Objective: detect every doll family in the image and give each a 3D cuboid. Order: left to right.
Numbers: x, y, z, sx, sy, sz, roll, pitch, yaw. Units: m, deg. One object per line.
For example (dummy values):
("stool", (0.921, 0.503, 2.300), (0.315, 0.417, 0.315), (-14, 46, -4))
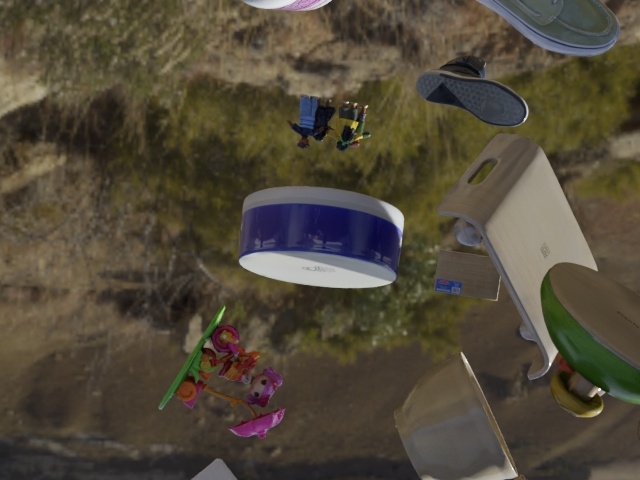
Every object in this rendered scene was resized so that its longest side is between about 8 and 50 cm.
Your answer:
("doll family", (0.019, -0.236, 1.942), (0.193, 0.111, 0.076), (8, -173, -14))

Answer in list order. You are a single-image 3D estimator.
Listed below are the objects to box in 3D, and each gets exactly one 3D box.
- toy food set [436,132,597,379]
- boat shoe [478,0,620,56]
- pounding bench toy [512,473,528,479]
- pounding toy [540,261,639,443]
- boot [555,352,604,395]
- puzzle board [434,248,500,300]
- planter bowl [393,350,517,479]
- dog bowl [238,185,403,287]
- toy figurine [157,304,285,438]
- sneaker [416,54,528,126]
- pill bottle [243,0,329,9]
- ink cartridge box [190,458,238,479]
("toy food set", (0.297, 0.020, 1.400), (0.092, 0.220, 0.306), (-11, 117, 44))
("boat shoe", (0.329, -0.380, 1.445), (0.302, 0.109, 0.094), (26, 170, -2))
("pounding bench toy", (0.432, 0.543, 1.964), (0.052, 0.083, 0.065), (-35, -171, -7))
("pounding toy", (0.285, 0.136, 0.906), (0.183, 0.237, 0.110), (9, 123, -40))
("boot", (0.641, 0.192, 2.142), (0.109, 0.220, 0.283), (3, 131, -48))
("puzzle board", (0.297, 0.069, 1.888), (0.128, 0.011, 0.096), (9, 119, 11))
("planter bowl", (0.156, 0.229, 1.140), (0.109, 0.162, 0.162), (-24, 156, 7))
("dog bowl", (0.000, 0.000, 1.530), (0.265, 0.104, 0.265), (6, 166, 2))
("toy figurine", (-0.119, 0.205, 1.340), (0.159, 0.173, 0.130), (32, 177, -3))
("sneaker", (0.324, -0.299, 1.847), (0.226, 0.086, 0.163), (25, -149, 23))
("pill bottle", (-0.065, -0.453, 1.492), (0.169, 0.169, 0.301), (-8, -169, 17))
("ink cartridge box", (-0.107, 0.371, 1.160), (0.104, 0.181, 0.061), (-38, 170, -12))
